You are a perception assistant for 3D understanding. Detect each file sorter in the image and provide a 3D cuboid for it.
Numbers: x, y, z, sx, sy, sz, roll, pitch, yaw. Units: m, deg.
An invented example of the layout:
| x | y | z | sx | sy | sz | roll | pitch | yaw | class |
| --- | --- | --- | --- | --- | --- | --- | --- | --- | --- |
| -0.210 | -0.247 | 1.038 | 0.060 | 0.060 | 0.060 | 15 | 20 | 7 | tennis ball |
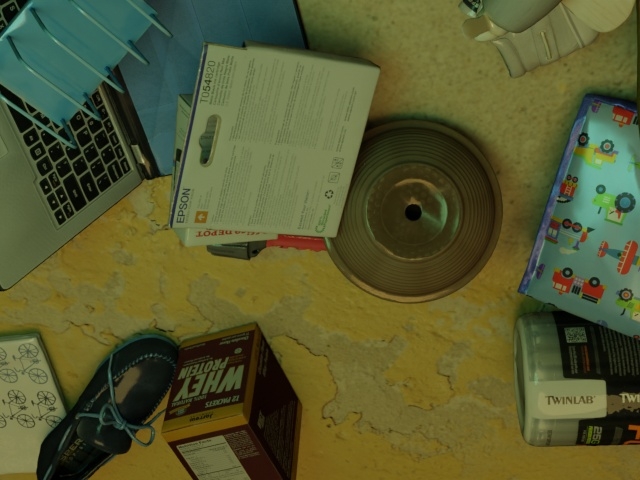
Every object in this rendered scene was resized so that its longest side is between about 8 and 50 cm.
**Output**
| x | y | z | sx | sy | sz | roll | pitch | yaw | class |
| --- | --- | --- | --- | --- | --- | --- | --- | --- | --- |
| -0.256 | -0.201 | 1.053 | 0.170 | 0.104 | 0.118 | -48 | 128 | 5 | file sorter |

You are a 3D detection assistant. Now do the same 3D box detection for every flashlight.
| x | y | z | sx | sy | sz | roll | pitch | yaw | class |
| --- | --- | --- | --- | --- | --- | --- | --- | --- | --- |
| 0.000 | 0.000 | 1.352 | 0.304 | 0.103 | 0.103 | 4 | 163 | 4 | flashlight |

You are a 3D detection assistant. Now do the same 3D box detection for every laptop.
| x | y | z | sx | sy | sz | roll | pitch | yaw | class |
| --- | --- | --- | --- | --- | --- | --- | --- | --- | --- |
| -0.234 | -0.180 | 1.152 | 0.236 | 0.408 | 0.382 | 14 | 135 | 37 | laptop |

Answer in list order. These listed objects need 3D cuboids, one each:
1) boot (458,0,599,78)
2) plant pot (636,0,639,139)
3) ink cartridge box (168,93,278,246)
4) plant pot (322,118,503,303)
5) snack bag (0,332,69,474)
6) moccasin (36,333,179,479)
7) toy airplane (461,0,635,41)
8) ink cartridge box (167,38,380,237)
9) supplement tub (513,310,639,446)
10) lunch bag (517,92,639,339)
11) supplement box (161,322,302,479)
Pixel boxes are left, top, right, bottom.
| x | y | z | sx | sy | sz | roll | pitch | yaw | class |
| --- | --- | --- | --- | --- | --- | --- | --- | --- | --- |
| 0.207 | -0.295 | 1.111 | 0.123 | 0.095 | 0.258 | -29 | 121 | 15 | boot |
| 0.440 | -0.238 | 1.083 | 0.212 | 0.187 | 0.212 | -7 | 125 | 10 | plant pot |
| -0.110 | -0.087 | 1.213 | 0.127 | 0.072 | 0.175 | -6 | 119 | -26 | ink cartridge box |
| 0.114 | -0.034 | 1.238 | 0.237 | 0.110 | 0.237 | 0 | 93 | 2 | plant pot |
| -0.583 | 0.280 | 1.639 | 0.343 | 0.037 | 0.323 | -3 | 127 | 6 | snack bag |
| -0.327 | 0.295 | 1.564 | 0.138 | 0.117 | 0.342 | 27 | 116 | -23 | moccasin |
| 0.091 | -0.355 | 0.877 | 0.386 | 0.272 | 0.384 | 19 | 149 | 26 | toy airplane |
| -0.059 | -0.115 | 1.148 | 0.224 | 0.045 | 0.223 | 4 | 113 | -29 | ink cartridge box |
| 0.439 | 0.192 | 1.403 | 0.316 | 0.193 | 0.193 | -3 | 127 | 6 | supplement tub |
| 0.404 | -0.040 | 1.245 | 0.221 | 0.138 | 0.293 | 22 | 120 | 19 | lunch bag |
| -0.127 | 0.268 | 1.500 | 0.129 | 0.191 | 0.194 | -15 | 125 | 15 | supplement box |
